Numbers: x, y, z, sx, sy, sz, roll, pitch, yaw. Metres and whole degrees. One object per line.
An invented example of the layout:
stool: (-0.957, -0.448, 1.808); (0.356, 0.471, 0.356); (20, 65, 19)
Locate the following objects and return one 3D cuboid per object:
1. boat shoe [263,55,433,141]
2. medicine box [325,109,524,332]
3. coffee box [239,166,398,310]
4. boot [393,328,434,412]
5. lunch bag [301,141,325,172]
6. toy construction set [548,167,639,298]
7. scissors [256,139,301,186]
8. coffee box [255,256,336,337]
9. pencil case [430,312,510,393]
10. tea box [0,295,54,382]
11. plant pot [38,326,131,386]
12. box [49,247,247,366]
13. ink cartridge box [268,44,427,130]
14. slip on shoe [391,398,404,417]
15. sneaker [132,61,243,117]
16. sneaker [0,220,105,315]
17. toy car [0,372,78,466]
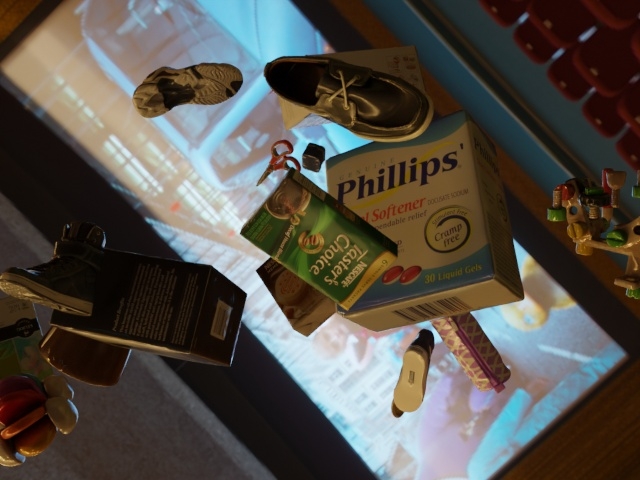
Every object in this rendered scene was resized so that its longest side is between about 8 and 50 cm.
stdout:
boat shoe: (0.029, -0.179, 0.853); (0.233, 0.083, 0.079); (26, -169, 33)
medicine box: (0.161, -0.023, 1.125); (0.149, 0.264, 0.289); (30, -131, -53)
coffee box: (0.000, 0.000, 0.917); (0.184, 0.113, 0.040); (37, -157, -12)
boot: (0.209, 0.283, 1.485); (0.069, 0.189, 0.086); (22, -141, 18)
lunch bag: (-0.021, -0.282, 2.293); (0.067, 0.065, 0.098); (20, 151, 9)
toy construction set: (0.621, -0.015, 1.444); (0.309, 0.258, 0.237); (-34, -58, -64)
scissors: (-0.146, -0.227, 2.044); (0.297, 0.021, 0.109); (-9, 116, 59)
coffee box: (-0.069, 0.143, 2.039); (0.246, 0.141, 0.098); (52, -173, 36)
pencil case: (0.309, 0.215, 1.424); (0.206, 0.086, 0.088); (53, 176, -4)
tea box: (-0.920, 0.344, 1.953); (0.329, 0.220, 0.323); (-19, 89, 54)
plant pot: (-0.536, 0.203, 1.698); (0.215, 0.230, 0.215); (31, -176, -2)
box: (-0.341, 0.143, 1.434); (0.294, 0.182, 0.296); (10, 166, 11)
ink cartridge box: (0.060, -0.375, 1.748); (0.272, 0.310, 0.129); (-17, 86, 65)
slip on shoe: (0.251, 0.471, 2.051); (0.052, 0.135, 0.041); (19, -171, -25)
sneaker: (-0.290, -0.343, 1.495); (0.153, 0.235, 0.094); (-116, 4, -57)
sneaker: (-0.458, 0.032, 1.197); (0.086, 0.163, 0.226); (8, 166, 15)
toy car: (-0.560, 0.319, 1.303); (0.136, 0.159, 0.182); (61, 170, -31)
